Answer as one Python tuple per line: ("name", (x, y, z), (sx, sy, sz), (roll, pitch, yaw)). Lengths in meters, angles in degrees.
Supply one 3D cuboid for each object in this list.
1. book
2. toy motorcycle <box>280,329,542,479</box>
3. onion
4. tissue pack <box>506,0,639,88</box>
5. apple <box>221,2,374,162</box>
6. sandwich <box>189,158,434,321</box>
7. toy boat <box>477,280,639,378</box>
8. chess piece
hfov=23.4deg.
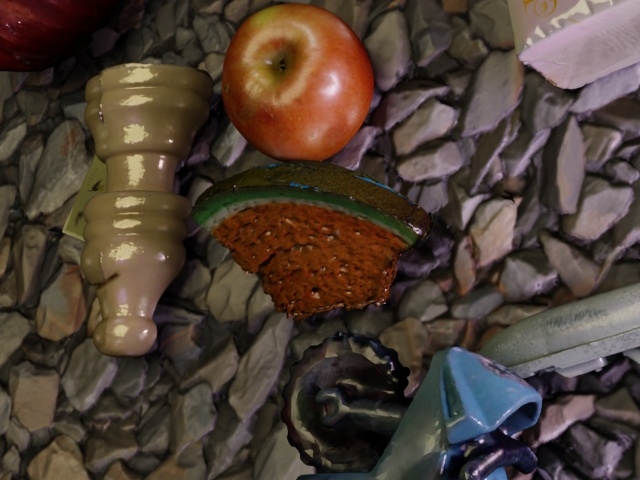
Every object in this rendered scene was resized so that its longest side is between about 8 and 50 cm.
("book", (-0.247, -0.049, 1.755), (0.077, 0.014, 0.111), (21, 87, 40))
("toy motorcycle", (0.101, 0.263, 1.287), (0.232, 0.172, 0.416), (-19, 76, 27))
("onion", (-0.358, -0.326, 1.785), (0.276, 0.276, 0.276), (-13, 67, 33))
("tissue pack", (0.254, -0.279, 1.394), (0.185, 0.124, 0.225), (-21, 63, 27))
("apple", (-0.021, -0.156, 1.553), (0.163, 0.139, 0.163), (-7, 71, 21))
("sandwich", (0.005, -0.010, 1.495), (0.235, 0.079, 0.159), (-11, 112, 32))
("toy boat", (0.239, 0.089, 1.312), (0.260, 0.078, 0.085), (-20, 87, 28))
("chess piece", (-0.193, -0.027, 1.655), (0.139, 0.124, 0.307), (4, 77, -7))
